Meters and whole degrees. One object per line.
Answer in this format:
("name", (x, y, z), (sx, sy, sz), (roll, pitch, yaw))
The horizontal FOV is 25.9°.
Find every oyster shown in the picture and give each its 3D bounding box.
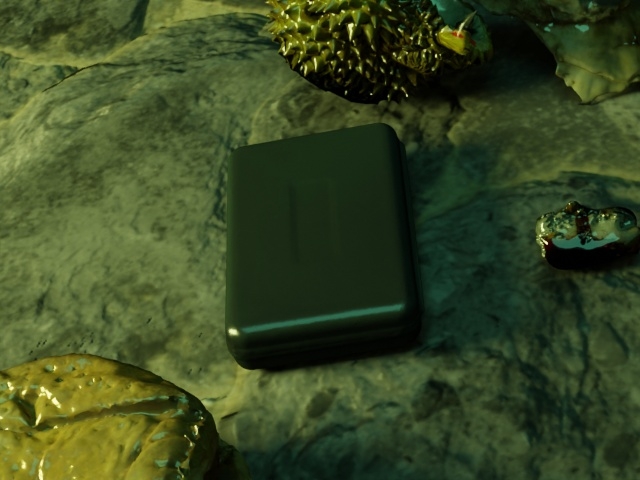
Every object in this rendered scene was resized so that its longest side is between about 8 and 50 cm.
("oyster", (0.222, -0.234, 1.263), (0.233, 0.107, 0.161), (28, 48, 4))

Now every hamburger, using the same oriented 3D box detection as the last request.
("hamburger", (-0.174, 0.211, 0.946), (0.259, 0.144, 0.283), (6, 53, 24))

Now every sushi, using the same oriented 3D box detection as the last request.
("sushi", (0.215, -0.002, 1.113), (0.083, 0.044, 0.046), (-8, 45, 9))

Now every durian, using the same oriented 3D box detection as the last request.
("durian", (0.050, -0.189, 1.257), (0.138, 0.193, 0.237), (-59, 37, 12))

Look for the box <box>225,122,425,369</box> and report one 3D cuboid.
("box", (0.000, 0.000, 1.160), (0.160, 0.050, 0.230), (-9, 46, 6))
